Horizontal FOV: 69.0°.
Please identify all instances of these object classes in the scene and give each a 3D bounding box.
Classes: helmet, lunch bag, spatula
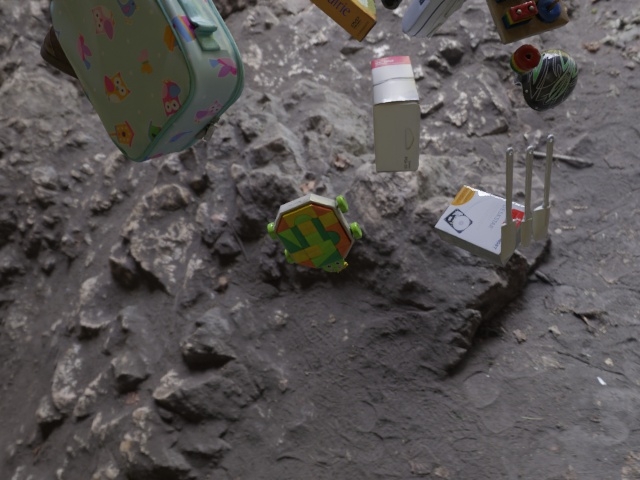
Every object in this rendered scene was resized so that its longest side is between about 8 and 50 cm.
[{"bbox_3d":[0.671,-0.474,1.377,0.169,0.169,0.162,-40,27,22],"label":"helmet"},{"bbox_3d":[-0.222,-0.256,0.604,0.224,0.107,0.279,-29,89,38],"label":"lunch bag"},{"bbox_3d":[0.435,-0.091,0.977,0.019,0.168,0.242,32,137,56],"label":"spatula"}]

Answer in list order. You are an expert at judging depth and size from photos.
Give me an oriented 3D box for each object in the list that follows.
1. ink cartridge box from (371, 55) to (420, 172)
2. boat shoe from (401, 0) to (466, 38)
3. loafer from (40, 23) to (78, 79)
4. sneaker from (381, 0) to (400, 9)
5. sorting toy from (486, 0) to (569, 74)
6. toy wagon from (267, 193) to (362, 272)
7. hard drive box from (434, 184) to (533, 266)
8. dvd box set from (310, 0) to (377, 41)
[{"bbox_3d":[0.201,-0.348,1.275,0.117,0.207,0.283,-2,41,7],"label":"ink cartridge box"},{"bbox_3d":[0.299,-0.575,1.086,0.267,0.088,0.096,-44,45,52],"label":"boat shoe"},{"bbox_3d":[-0.557,-0.459,1.203,0.130,0.365,0.134,-64,0,36],"label":"loafer"},{"bbox_3d":[0.259,-0.927,1.561,0.101,0.268,0.106,32,53,26],"label":"sneaker"},{"bbox_3d":[0.364,-0.442,0.821,0.132,0.046,0.275,-19,87,-8],"label":"sorting toy"},{"bbox_3d":[0.000,0.000,1.538,0.267,0.345,0.068,-21,37,15],"label":"toy wagon"},{"bbox_3d":[0.512,-0.050,1.465,0.232,0.089,0.181,28,78,40],"label":"hard drive box"},{"bbox_3d":[-0.053,-0.648,1.023,0.062,0.420,0.308,-41,29,35],"label":"dvd box set"}]
